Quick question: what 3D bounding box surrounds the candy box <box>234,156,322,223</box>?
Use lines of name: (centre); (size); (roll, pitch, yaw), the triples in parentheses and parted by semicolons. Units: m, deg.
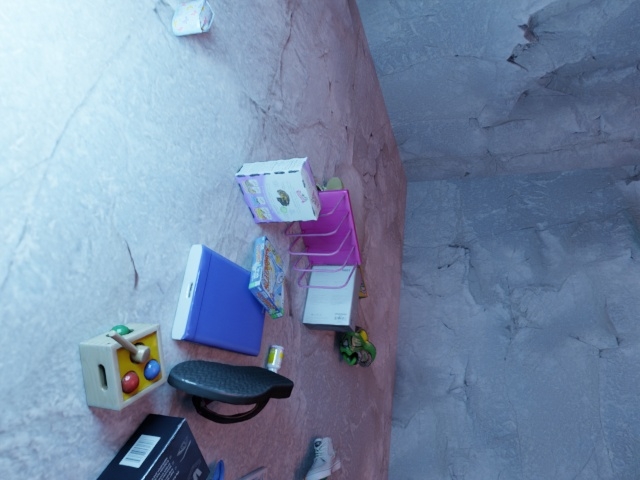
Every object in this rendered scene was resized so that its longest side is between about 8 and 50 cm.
candy box: (-0.111, -0.134, 1.146); (0.070, 0.196, 0.165); (-68, 149, -45)

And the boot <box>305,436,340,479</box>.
boot: (-0.004, 0.789, 1.506); (0.258, 0.095, 0.123); (47, 22, -65)

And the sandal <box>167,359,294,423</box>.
sandal: (-0.190, 0.366, 0.977); (0.107, 0.167, 0.446); (-68, 153, -10)

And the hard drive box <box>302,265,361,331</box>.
hard drive box: (0.046, 0.213, 1.546); (0.089, 0.181, 0.232); (55, 40, -55)

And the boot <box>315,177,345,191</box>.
boot: (0.021, -0.176, 1.634); (0.203, 0.095, 0.262); (52, 46, -55)

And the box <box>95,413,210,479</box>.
box: (-0.301, 0.437, 0.760); (0.156, 0.093, 0.158); (-55, 138, -57)

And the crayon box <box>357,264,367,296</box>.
crayon box: (0.123, 0.176, 1.831); (0.278, 0.081, 0.165); (23, 54, -68)

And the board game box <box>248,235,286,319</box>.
board game box: (-0.144, 0.101, 1.165); (0.201, 0.035, 0.136); (-93, 159, -49)

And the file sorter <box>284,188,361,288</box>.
file sorter: (0.000, 0.000, 1.416); (0.182, 0.202, 0.291); (-57, 140, -53)

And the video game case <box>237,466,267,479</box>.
video game case: (-0.200, 0.722, 1.094); (0.201, 0.023, 0.183); (31, 60, -65)

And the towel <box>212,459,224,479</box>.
towel: (-0.226, 0.662, 0.891); (0.209, 0.034, 0.285); (152, -60, -80)

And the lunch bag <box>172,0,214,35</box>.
lunch bag: (-0.280, -0.481, 0.910); (0.053, 0.071, 0.083); (60, 32, -57)

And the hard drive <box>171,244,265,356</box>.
hard drive: (-0.230, 0.163, 1.034); (0.319, 0.040, 0.210); (45, 47, -60)

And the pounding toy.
pounding toy: (-0.327, 0.198, 0.700); (0.130, 0.100, 0.141); (-21, 108, -68)

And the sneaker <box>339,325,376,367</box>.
sneaker: (0.157, 0.513, 1.919); (0.146, 0.134, 0.343); (-61, 145, -25)

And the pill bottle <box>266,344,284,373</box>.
pill bottle: (-0.137, 0.362, 1.252); (0.043, 0.043, 0.083); (59, 36, -52)

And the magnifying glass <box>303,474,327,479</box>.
magnifying glass: (-0.010, 0.877, 1.575); (0.231, 0.026, 0.092); (36, 55, -66)
